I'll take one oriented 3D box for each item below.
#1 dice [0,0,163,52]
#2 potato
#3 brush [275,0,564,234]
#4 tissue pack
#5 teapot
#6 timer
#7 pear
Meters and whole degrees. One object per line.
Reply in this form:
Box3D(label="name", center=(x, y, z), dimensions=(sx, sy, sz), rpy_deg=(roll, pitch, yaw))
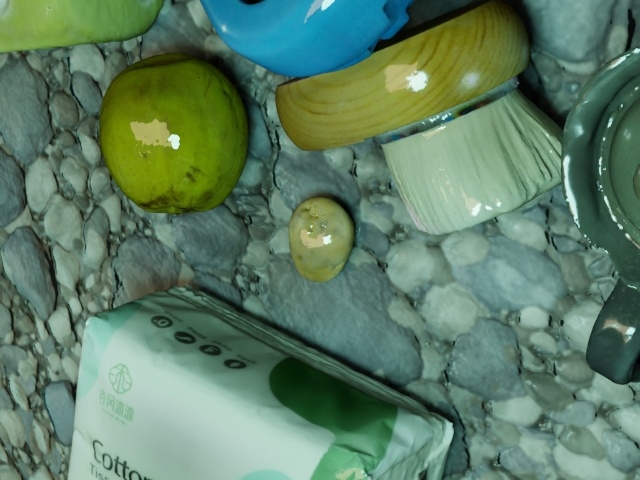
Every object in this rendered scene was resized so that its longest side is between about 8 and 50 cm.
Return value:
Box3D(label="dice", center=(-0.268, -0.280, 1.365), dimensions=(0.169, 0.166, 0.169), rpy_deg=(4, 106, 35))
Box3D(label="potato", center=(0.000, 0.000, 1.326), dimensions=(0.068, 0.062, 0.083), rpy_deg=(37, 145, 39))
Box3D(label="brush", center=(0.078, -0.096, 1.179), dimensions=(0.266, 0.174, 0.166), rpy_deg=(-11, 106, 45))
Box3D(label="tissue pack", center=(-0.069, 0.234, 1.353), dimensions=(0.356, 0.194, 0.266), rpy_deg=(24, 117, 29))
Box3D(label="teapot", center=(0.265, -0.045, 0.974), dimensions=(0.305, 0.285, 0.223), rpy_deg=(-41, 78, 35))
Box3D(label="timer", center=(0.026, -0.308, 1.092), dimensions=(0.340, 0.115, 0.309), rpy_deg=(-47, 43, 20))
Box3D(label="pear", center=(-0.146, -0.104, 1.342), dimensions=(0.149, 0.149, 0.162), rpy_deg=(0, 100, 36))
